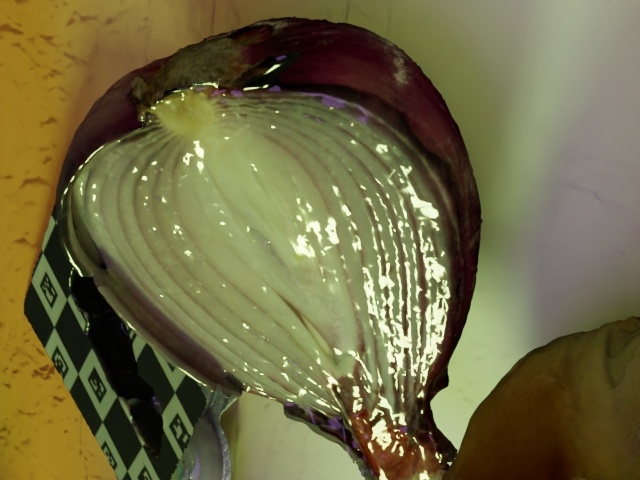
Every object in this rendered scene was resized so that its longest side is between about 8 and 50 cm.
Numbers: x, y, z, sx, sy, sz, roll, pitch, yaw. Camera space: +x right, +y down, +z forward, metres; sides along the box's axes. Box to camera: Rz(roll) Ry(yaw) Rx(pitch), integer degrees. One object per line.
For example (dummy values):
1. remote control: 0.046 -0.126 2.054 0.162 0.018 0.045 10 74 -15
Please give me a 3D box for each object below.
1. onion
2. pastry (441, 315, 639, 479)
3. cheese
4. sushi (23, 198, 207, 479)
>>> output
1. onion: 0.000 0.000 1.164 0.267 0.159 0.348 -11 124 27
2. pastry: 0.246 0.229 1.065 0.410 0.245 0.409 11 116 23
3. cheese: -0.105 0.144 1.343 0.105 0.042 0.191 27 110 21
4. sushi: -0.135 0.074 1.303 0.215 0.050 0.192 57 146 24
